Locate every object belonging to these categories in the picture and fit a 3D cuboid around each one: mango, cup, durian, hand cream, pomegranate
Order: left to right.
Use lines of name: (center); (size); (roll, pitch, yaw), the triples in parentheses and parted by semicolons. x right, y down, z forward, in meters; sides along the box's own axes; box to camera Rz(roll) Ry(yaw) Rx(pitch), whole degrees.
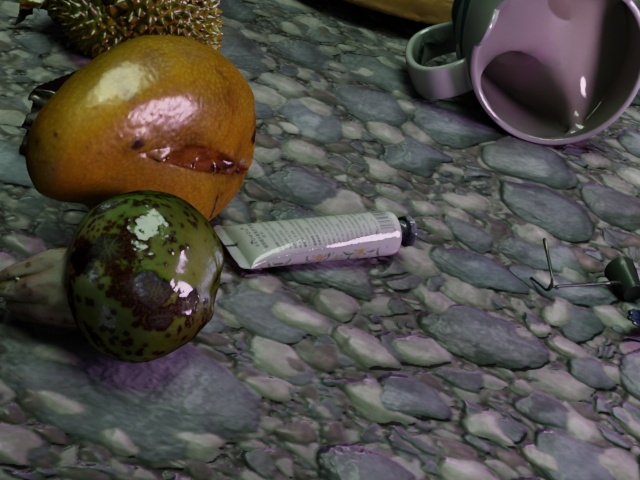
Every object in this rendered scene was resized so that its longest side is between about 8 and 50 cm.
pomegranate: (-0.148, 0.036, 0.968); (0.125, 0.163, 0.138); (54, 14, -18)
durian: (-0.221, -0.281, 1.489); (0.237, 0.138, 0.193); (11, 27, -11)
mango: (-0.132, -0.081, 1.079); (0.120, 0.177, 0.295); (29, 8, 9)
hand cream: (0.000, 0.000, 1.193); (0.194, 0.042, 0.067); (-6, 42, -29)
cup: (0.251, -0.257, 1.667); (0.289, 0.219, 0.258); (-16, 27, 5)

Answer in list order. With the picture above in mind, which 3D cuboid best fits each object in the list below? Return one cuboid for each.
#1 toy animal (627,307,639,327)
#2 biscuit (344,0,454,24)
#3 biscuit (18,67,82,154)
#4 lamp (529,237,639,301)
toy animal: (0.360, 0.058, 1.268); (0.220, 0.062, 0.108); (-5, 66, -41)
biscuit: (0.116, -0.397, 1.991); (0.385, 0.062, 0.365); (15, 24, -4)
biscuit: (-0.187, -0.128, 1.289); (0.106, 0.070, 0.252); (23, 27, 14)
lamp: (0.266, 0.038, 1.279); (0.121, 0.041, 0.054); (9, 36, -22)
